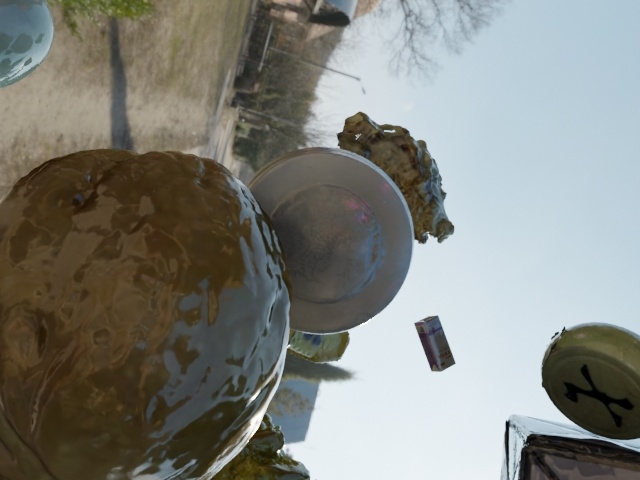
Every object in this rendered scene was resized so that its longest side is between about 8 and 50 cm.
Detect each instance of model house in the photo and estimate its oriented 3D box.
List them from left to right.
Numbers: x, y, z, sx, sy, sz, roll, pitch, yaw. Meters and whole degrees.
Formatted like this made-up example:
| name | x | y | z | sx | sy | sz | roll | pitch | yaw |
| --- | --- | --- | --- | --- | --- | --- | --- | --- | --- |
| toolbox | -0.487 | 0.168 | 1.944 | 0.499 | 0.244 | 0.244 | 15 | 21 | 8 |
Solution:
| name | x | y | z | sx | sy | sz | roll | pitch | yaw |
| --- | --- | --- | --- | --- | --- | --- | --- | --- | --- |
| model house | -0.050 | 0.251 | 1.421 | 0.193 | 0.234 | 0.175 | 8 | -121 | 47 |

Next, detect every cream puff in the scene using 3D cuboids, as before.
| name | x | y | z | sx | sy | sz | roll | pitch | yaw |
| --- | --- | --- | --- | --- | --- | --- | --- | --- | --- |
| cream puff | -0.118 | 0.386 | 0.862 | 0.221 | 0.194 | 0.195 | 38 | -61 | 38 |

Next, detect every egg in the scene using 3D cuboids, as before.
| name | x | y | z | sx | sy | sz | roll | pitch | yaw |
| --- | --- | --- | --- | --- | --- | --- | --- | --- | --- |
| egg | -0.454 | -0.270 | 0.667 | 0.151 | 0.209 | 0.151 | 61 | -7 | 13 |

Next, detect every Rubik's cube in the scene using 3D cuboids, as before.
| name | x | y | z | sx | sy | sz | roll | pitch | yaw |
| --- | --- | --- | --- | --- | --- | --- | --- | --- | --- |
| Rubik's cube | 0.507 | 0.519 | 0.983 | 0.307 | 0.310 | 0.305 | 32 | 63 | -73 |

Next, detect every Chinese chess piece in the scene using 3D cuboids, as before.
| name | x | y | z | sx | sy | sz | roll | pitch | yaw |
| --- | --- | --- | --- | --- | --- | --- | --- | --- | --- |
| Chinese chess piece | 0.536 | 0.266 | 0.981 | 0.092 | 0.238 | 0.238 | -34 | 162 | -36 |

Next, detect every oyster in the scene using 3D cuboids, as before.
| name | x | y | z | sx | sy | sz | roll | pitch | yaw |
| --- | --- | --- | --- | --- | --- | --- | --- | --- | --- |
| oyster | 0.170 | -0.148 | 1.123 | 0.201 | 0.354 | 0.107 | -45 | 175 | -16 |

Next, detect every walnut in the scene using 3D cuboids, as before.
| name | x | y | z | sx | sy | sz | roll | pitch | yaw |
| --- | --- | --- | --- | --- | --- | --- | --- | --- | --- |
| walnut | -0.176 | 0.063 | 0.479 | 0.333 | 0.332 | 0.333 | -165 | -90 | -81 |

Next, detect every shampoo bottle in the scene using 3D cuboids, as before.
| name | x | y | z | sx | sy | sz | roll | pitch | yaw |
| --- | --- | --- | --- | --- | --- | --- | --- | --- | --- |
| shampoo bottle | 0.000 | 0.000 | 0.753 | 0.266 | 0.273 | 0.273 | -75 | 180 | -87 |

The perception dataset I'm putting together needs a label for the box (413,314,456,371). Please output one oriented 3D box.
| name | x | y | z | sx | sy | sz | roll | pitch | yaw |
| --- | --- | --- | --- | --- | --- | --- | --- | --- | --- |
| box | 0.252 | 0.226 | 1.131 | 0.036 | 0.050 | 0.117 | -25 | -94 | 60 |
